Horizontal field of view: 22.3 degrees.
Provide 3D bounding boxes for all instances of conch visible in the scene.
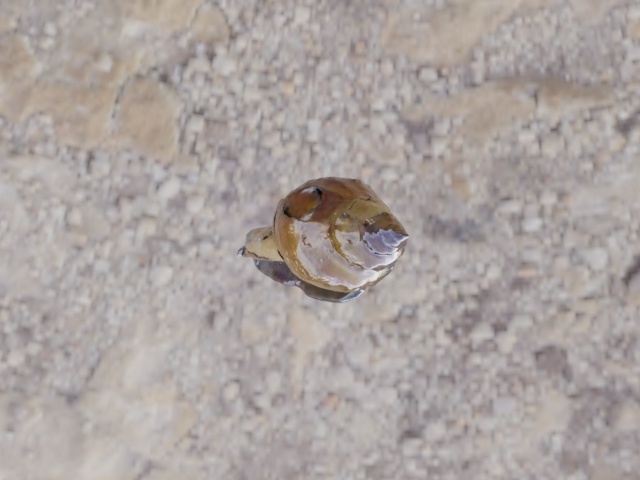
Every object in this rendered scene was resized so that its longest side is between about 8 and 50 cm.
[{"bbox_3d":[0.006,-0.002,1.119,0.086,0.233,0.080,39,82,-4],"label":"conch"}]
